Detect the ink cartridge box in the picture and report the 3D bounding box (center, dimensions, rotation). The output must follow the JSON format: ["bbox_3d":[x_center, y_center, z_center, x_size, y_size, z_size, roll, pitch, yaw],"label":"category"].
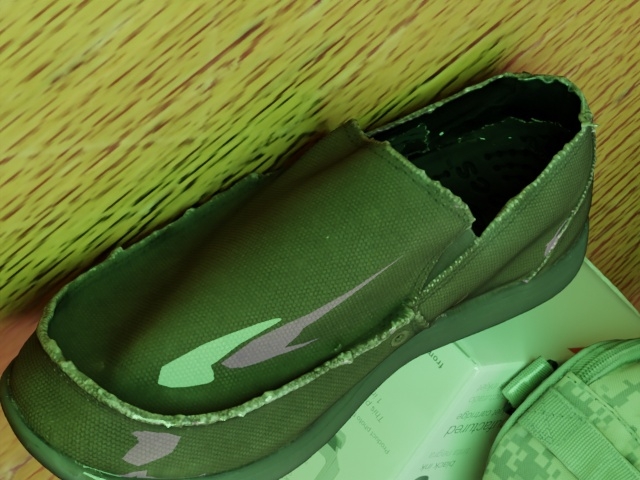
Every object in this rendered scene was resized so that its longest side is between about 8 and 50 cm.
[{"bbox_3d":[0.045,0.134,1.174,0.207,0.117,0.283,-1,132,-50],"label":"ink cartridge box"}]

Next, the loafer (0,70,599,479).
[{"bbox_3d":[0.000,0.000,0.949,0.366,0.134,0.130,-29,146,-39],"label":"loafer"}]

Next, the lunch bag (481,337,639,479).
[{"bbox_3d":[0.233,0.203,1.061,0.212,0.305,0.256,-45,152,3],"label":"lunch bag"}]
